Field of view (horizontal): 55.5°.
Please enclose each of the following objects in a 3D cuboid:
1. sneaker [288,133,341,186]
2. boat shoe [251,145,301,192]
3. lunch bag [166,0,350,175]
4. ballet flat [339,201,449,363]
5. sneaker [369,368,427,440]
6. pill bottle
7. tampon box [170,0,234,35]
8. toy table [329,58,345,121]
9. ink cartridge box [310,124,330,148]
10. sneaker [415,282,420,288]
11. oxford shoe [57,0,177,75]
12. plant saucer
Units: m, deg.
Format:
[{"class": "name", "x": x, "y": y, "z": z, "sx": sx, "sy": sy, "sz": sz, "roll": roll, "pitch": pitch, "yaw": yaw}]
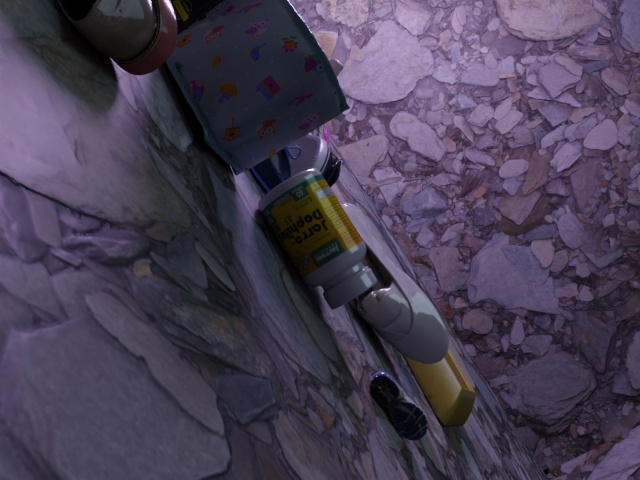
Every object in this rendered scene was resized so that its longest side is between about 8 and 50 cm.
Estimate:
[{"class": "sneaker", "x": -0.012, "y": -0.161, "z": 1.372, "sx": 0.127, "sy": 0.126, "sz": 0.321, "roll": 48, "pitch": 11, "yaw": -21}, {"class": "boat shoe", "x": -0.103, "y": -0.186, "z": 1.120, "sx": 0.258, "sy": 0.089, "sz": 0.109, "roll": 60, "pitch": 10, "yaw": 10}, {"class": "lunch bag", "x": -0.112, "y": -0.272, "z": 0.957, "sx": 0.262, "sy": 0.223, "sz": 0.160, "roll": 61, "pitch": 5, "yaw": 27}, {"class": "ballet flat", "x": 0.102, "y": 0.087, "z": 1.238, "sx": 0.400, "sy": 0.139, "sz": 0.139, "roll": 57, "pitch": 9, "yaw": 21}, {"class": "sneaker", "x": 0.128, "y": 0.261, "z": 0.987, "sx": 0.135, "sy": 0.052, "sz": 0.058, "roll": 56, "pitch": 6, "yaw": -9}, {"class": "pill bottle", "x": 0.000, "y": 0.000, "z": 0.972, "sx": 0.208, "sy": 0.118, "sz": 0.117, "roll": 59, "pitch": 10, "yaw": 2}, {"class": "tampon box", "x": -0.226, "y": -0.466, "z": 1.174, "sx": 0.120, "sy": 0.161, "sz": 0.101, "roll": 60, "pitch": 11, "yaw": 19}, {"class": "toy table", "x": -0.054, "y": -0.437, "z": 1.762, "sx": 0.274, "sy": 0.252, "sz": 0.161, "roll": 6, "pitch": 32, "yaw": -40}, {"class": "ink cartridge box", "x": -0.063, "y": -0.305, "z": 1.605, "sx": 0.311, "sy": 0.065, "sz": 0.185, "roll": 42, "pitch": 39, "yaw": -50}, {"class": "sneaker", "x": 0.154, "y": 0.095, "z": 1.409, "sx": 0.222, "sy": 0.118, "sz": 0.083, "roll": 58, "pitch": 10, "yaw": 1}, {"class": "oxford shoe", "x": -0.284, "y": -0.366, "z": 0.728, "sx": 0.348, "sy": 0.123, "sz": 0.130, "roll": 60, "pitch": 16, "yaw": 18}, {"class": "plant saucer", "x": 0.286, "y": 0.299, "z": 1.543, "sx": 0.332, "sy": 0.081, "sz": 0.333, "roll": 61, "pitch": 11, "yaw": 24}]
